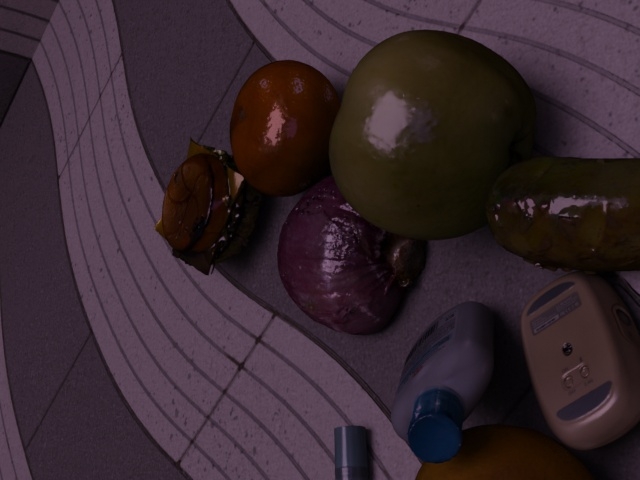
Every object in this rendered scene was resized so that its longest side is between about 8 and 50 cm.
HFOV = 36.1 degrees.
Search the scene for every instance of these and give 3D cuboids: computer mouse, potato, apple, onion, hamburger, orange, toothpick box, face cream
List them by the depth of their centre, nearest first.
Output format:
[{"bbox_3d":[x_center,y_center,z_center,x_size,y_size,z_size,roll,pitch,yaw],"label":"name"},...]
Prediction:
[{"bbox_3d":[0.221,0.328,1.178,0.236,0.236,0.236,-18,65,46],"label":"orange"},{"bbox_3d":[0.346,-0.028,1.185,0.298,0.176,0.141,6,86,26],"label":"potato"},{"bbox_3d":[0.325,0.146,1.206,0.145,0.082,0.237,-41,35,28],"label":"computer mouse"},{"bbox_3d":[0.156,0.182,1.249,0.163,0.080,0.337,-48,2,16],"label":"face cream"},{"bbox_3d":[0.156,-0.142,1.349,0.254,0.292,0.292,12,89,24],"label":"apple"},{"bbox_3d":[0.047,0.332,1.519,0.052,0.052,0.083,-23,60,45],"label":"toothpick box"},{"bbox_3d":[0.000,0.000,1.594,0.348,0.159,0.267,13,86,50],"label":"onion"},{"bbox_3d":[-0.057,-0.193,1.707,0.240,0.171,0.240,-25,60,53],"label":"orange"},{"bbox_3d":[-0.201,-0.060,1.866,0.261,0.138,0.243,44,115,48],"label":"hamburger"}]
